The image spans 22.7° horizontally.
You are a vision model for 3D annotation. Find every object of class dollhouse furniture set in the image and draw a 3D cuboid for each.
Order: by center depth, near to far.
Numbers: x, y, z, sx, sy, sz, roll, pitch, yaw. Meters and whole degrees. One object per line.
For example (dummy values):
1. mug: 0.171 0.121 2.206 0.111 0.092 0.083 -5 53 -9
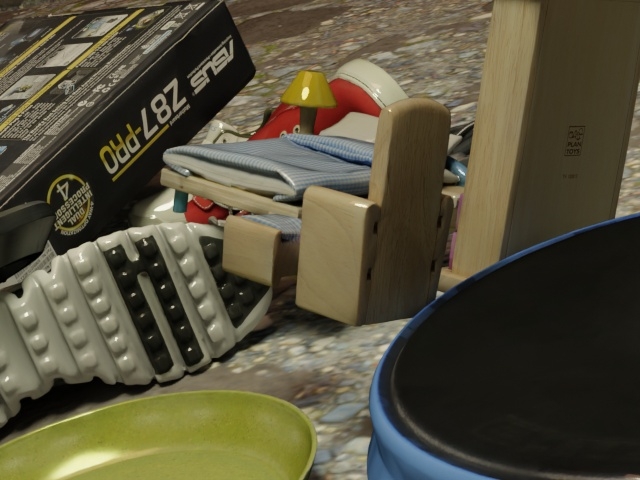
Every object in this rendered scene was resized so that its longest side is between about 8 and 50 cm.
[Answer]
1. dollhouse furniture set: 0.015 -0.092 1.036 0.303 0.198 0.286 17 15 40

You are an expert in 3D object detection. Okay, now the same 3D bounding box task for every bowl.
1. bowl: 0.208 0.066 0.786 0.391 0.077 0.391 -13 17 4

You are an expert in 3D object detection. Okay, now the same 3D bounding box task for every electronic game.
1. electronic game: -0.282 0.035 1.086 0.229 0.048 0.229 -30 1 1

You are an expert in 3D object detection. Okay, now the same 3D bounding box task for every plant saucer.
1. plant saucer: -0.114 0.149 0.856 0.241 0.037 0.241 -13 16 4

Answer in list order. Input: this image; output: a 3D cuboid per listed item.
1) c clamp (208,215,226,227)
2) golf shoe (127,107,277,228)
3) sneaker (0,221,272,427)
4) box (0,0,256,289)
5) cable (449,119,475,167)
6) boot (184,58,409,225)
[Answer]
1. c clamp: 0.000 0.000 1.182 0.160 0.022 0.137 7 10 -8
2. golf shoe: -0.100 -0.065 1.442 0.176 0.086 0.069 -23 20 -20
3. sneaker: -0.178 0.058 1.098 0.292 0.110 0.118 -18 8 -13
4. box: -0.292 -0.075 1.455 0.318 0.097 0.395 2 40 39
5. cable: 0.117 -0.066 1.348 0.184 0.047 0.150 -20 13 -3
6. boot: -0.023 -0.062 1.307 0.176 0.088 0.244 -39 11 -16
